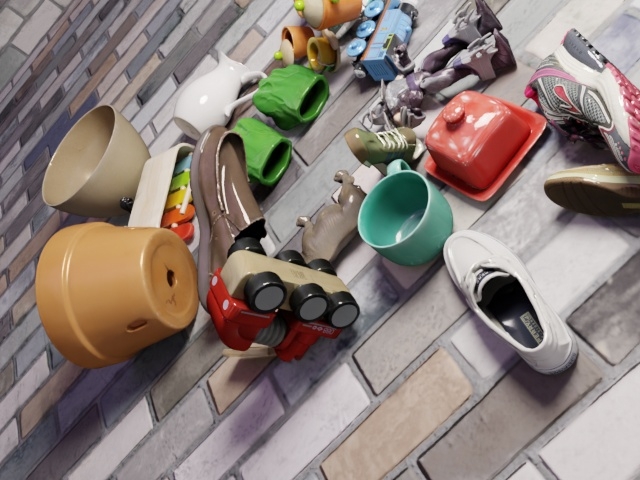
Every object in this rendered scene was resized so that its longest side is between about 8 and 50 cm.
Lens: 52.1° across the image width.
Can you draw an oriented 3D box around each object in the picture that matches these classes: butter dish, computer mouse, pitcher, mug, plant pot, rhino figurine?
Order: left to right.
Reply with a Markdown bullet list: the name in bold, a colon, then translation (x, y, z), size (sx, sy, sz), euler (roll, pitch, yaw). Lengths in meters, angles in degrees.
- **plant pot**: translation (-0.528, -0.167, 1.640), size (0.284, 0.191, 0.284), euler (-23, 50, 30)
- **computer mouse**: translation (-0.467, 0.002, 1.548), size (0.042, 0.106, 0.193), euler (7, 70, 8)
- **plant pot**: translation (-0.373, 0.092, 1.285), size (0.203, 0.291, 0.291), euler (-12, 55, 18)
- **pitcher**: translation (-0.233, -0.332, 1.537), size (0.177, 0.125, 0.207), euler (22, 69, 33)
- **rhino figurine**: translation (0.000, 0.000, 1.126), size (0.243, 0.073, 0.106), euler (-52, 38, 6)
- **mug**: translation (0.141, -0.039, 0.999), size (0.129, 0.097, 0.158), euler (14, 74, 47)
- **butter dish**: translation (0.224, -0.165, 0.988), size (0.160, 0.118, 0.160), euler (-53, 42, 4)

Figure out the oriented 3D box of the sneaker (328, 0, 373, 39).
- **sneaker**: translation (0.047, -0.481, 1.362), size (0.065, 0.076, 0.166), euler (-54, 12, -30)

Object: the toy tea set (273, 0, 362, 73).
- **toy tea set**: translation (-0.032, -0.446, 1.318), size (0.200, 0.124, 0.336), euler (66, 157, 20)

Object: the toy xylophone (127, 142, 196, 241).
- **toy xylophone**: translation (-0.341, -0.096, 1.500), size (0.236, 0.081, 0.323), euler (-9, 59, 40)

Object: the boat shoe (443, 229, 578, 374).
- **boat shoe**: translation (0.234, 0.059, 0.858), size (0.095, 0.084, 0.258), euler (-47, 42, 9)

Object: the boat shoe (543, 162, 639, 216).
- **boat shoe**: translation (0.384, -0.073, 0.829), size (0.189, 0.068, 0.072), euler (10, 59, 37)

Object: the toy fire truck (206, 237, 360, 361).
- **toy fire truck**: translation (-0.095, 0.131, 1.040), size (0.246, 0.217, 0.158), euler (-58, 39, 19)

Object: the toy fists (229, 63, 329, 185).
- **toy fists**: translation (-0.098, -0.242, 1.359), size (0.142, 0.096, 0.279), euler (27, 84, 33)

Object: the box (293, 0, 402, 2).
- **box**: translation (0.083, -0.612, 1.409), size (0.261, 0.126, 0.231), euler (8, 68, 44)

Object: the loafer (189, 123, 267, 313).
- **loafer**: translation (-0.153, -0.042, 1.230), size (0.130, 0.133, 0.366), euler (-8, 83, 24)

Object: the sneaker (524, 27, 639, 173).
- **sneaker**: translation (0.364, -0.167, 0.862), size (0.112, 0.120, 0.299), euler (-47, 23, 27)

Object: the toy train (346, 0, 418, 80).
- **toy train**: translation (0.124, -0.391, 1.264), size (0.105, 0.080, 0.184), euler (10, 68, 37)

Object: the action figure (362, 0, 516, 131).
- **action figure**: translation (0.182, -0.281, 1.123), size (0.285, 0.099, 0.185), euler (-32, 51, 29)

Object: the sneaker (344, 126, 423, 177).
- **sneaker**: translation (0.109, -0.156, 1.047), size (0.086, 0.192, 0.064), euler (-30, 73, 18)
